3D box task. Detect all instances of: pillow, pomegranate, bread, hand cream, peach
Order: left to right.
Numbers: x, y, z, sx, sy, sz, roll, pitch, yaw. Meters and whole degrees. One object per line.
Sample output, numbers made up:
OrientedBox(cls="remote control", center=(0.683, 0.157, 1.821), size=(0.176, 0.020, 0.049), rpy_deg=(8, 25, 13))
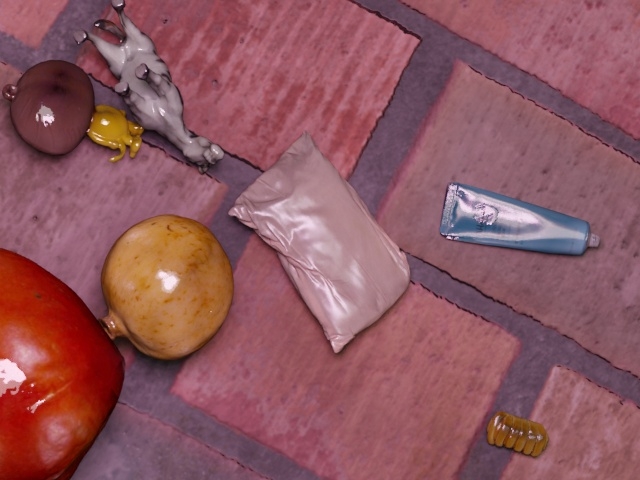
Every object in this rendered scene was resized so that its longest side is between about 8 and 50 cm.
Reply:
OrientedBox(cls="peach", center=(-0.408, 0.146, 1.656), size=(0.338, 0.281, 0.281), rpy_deg=(36, 74, -2))
OrientedBox(cls="pomegranate", center=(-0.203, 0.065, 1.753), size=(0.196, 0.196, 0.196), rpy_deg=(2, 77, -9))
OrientedBox(cls="pillow", center=(0.000, 0.000, 1.862), size=(0.173, 0.067, 0.270), rpy_deg=(-37, 85, -21))
OrientedBox(cls="bread", center=(0.268, 0.264, 1.862), size=(0.088, 0.033, 0.049), rpy_deg=(21, 80, -5))
OrientedBox(cls="hand cream", center=(0.282, -0.023, 1.931), size=(0.224, 0.048, 0.083), rpy_deg=(11, 78, -2))

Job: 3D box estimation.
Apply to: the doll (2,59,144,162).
OrientedBox(cls="doll", center=(-0.331, -0.159, 1.827), size=(0.188, 0.096, 0.145), rpy_deg=(40, 49, -8))

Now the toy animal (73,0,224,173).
OrientedBox(cls="toy animal", center=(-0.229, -0.199, 1.820), size=(0.090, 0.170, 0.255), rpy_deg=(-31, 84, 4))
